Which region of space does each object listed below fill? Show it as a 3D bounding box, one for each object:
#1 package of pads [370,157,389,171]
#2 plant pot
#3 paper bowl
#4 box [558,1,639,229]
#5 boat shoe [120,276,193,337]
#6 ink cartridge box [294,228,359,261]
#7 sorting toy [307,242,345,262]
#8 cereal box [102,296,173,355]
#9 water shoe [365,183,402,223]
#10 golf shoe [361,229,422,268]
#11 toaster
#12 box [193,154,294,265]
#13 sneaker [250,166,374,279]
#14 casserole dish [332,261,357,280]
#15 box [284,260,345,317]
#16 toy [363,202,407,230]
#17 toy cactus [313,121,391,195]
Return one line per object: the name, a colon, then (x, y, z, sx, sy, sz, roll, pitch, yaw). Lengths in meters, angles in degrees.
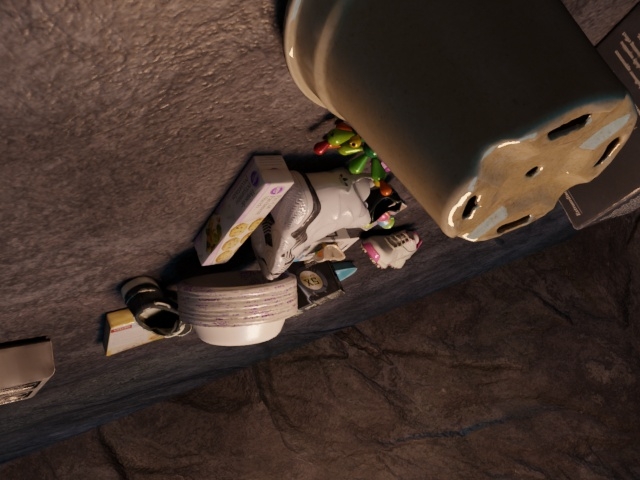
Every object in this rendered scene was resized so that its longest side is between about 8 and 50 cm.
package of pads: (0.151, -0.172, 1.136, 0.083, 0.031, 0.050, -16, 159, -23)
plant pot: (0.165, -0.179, 0.615, 0.334, 0.305, 0.333, -20, 152, -11)
paper bowl: (-0.196, 0.160, 1.276, 0.285, 0.147, 0.284, -1, -176, 0)
box: (0.669, -0.252, 1.124, 0.212, 0.293, 0.395, -14, 160, -25)
boat shoe: (-0.390, 0.194, 1.313, 0.114, 0.091, 0.302, -33, 151, -1)
ink cartridge box: (0.000, 0.000, 1.387, 0.180, 0.060, 0.104, -6, 154, -42)
sorting toy: (0.005, 0.040, 1.347, 0.075, 0.044, 0.083, -31, 162, 38)
cereal box: (-0.503, 0.238, 1.462, 0.173, 0.047, 0.240, -14, 158, -31)
water shoe: (0.091, -0.074, 1.232, 0.203, 0.080, 0.072, -23, 135, -8)
golf shoe: (0.225, 0.011, 1.650, 0.140, 0.115, 0.306, -41, 164, 17)
toaster: (-0.758, 0.321, 1.287, 0.186, 0.110, 0.168, -3, 152, -46)
box: (-0.162, -0.049, 1.047, 0.067, 0.063, 0.324, -10, 157, -40)
sneaker: (-0.020, -0.033, 1.146, 0.210, 0.137, 0.365, -13, 157, -25)
casserole dish: (0.038, 0.109, 1.779, 0.189, 0.036, 0.114, -5, 154, -43)
box: (-0.043, 0.121, 1.537, 0.180, 0.147, 0.077, -25, 162, 7)
toy: (0.142, -0.067, 1.383, 0.137, 0.056, 0.237, -31, 161, 17)
toy cactus: (0.111, -0.178, 0.952, 0.219, 0.112, 0.180, 18, 130, -36)
